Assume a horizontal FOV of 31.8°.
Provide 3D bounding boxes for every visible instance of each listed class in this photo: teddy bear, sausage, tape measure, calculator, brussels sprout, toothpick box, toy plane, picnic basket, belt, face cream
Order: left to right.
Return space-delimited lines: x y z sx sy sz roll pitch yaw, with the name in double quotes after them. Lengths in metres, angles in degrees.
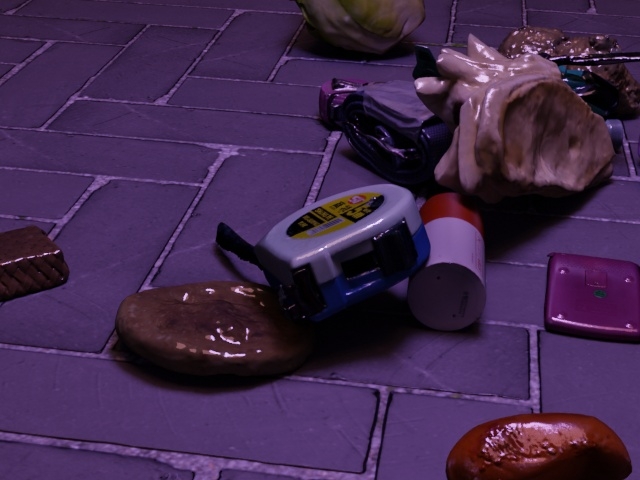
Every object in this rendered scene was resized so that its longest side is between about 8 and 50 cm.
-0.426 0.033 1.443 0.193 0.055 0.110 -14 31 -31 "picnic basket"
0.000 0.000 1.431 0.215 0.098 0.351 -24 19 -13 "tape measure"
0.060 -0.245 1.995 0.125 0.074 0.118 1 26 -6 "tape measure"
0.072 -0.512 2.352 0.294 0.227 0.259 43 33 5 "brussels sprout"
0.128 -0.171 1.780 0.126 0.139 0.230 -16 34 -33 "belt"
0.165 0.022 1.450 0.096 0.096 0.214 4 27 6 "face cream"
0.336 -0.251 1.851 0.382 0.155 0.106 8 51 22 "toy plane"
0.211 0.210 1.093 0.179 0.089 0.089 -5 27 -7 "sausage"
0.432 -0.309 2.050 0.256 0.156 0.267 18 25 39 "teddy bear"
0.466 -0.179 1.913 0.083 0.052 0.052 -2 27 -5 "toothpick box"
0.353 0.066 1.446 0.127 0.034 0.190 8 28 9 "calculator"

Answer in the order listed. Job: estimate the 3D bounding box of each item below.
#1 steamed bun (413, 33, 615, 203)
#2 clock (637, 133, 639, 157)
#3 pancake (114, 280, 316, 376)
0.273 -0.184 1.665 0.189 0.247 0.428 6 10 36 "steamed bun"
0.618 -0.117 1.762 0.228 0.090 0.248 1 25 -3 "clock"
-0.120 0.091 1.344 0.242 0.050 0.242 7 21 -3 "pancake"
